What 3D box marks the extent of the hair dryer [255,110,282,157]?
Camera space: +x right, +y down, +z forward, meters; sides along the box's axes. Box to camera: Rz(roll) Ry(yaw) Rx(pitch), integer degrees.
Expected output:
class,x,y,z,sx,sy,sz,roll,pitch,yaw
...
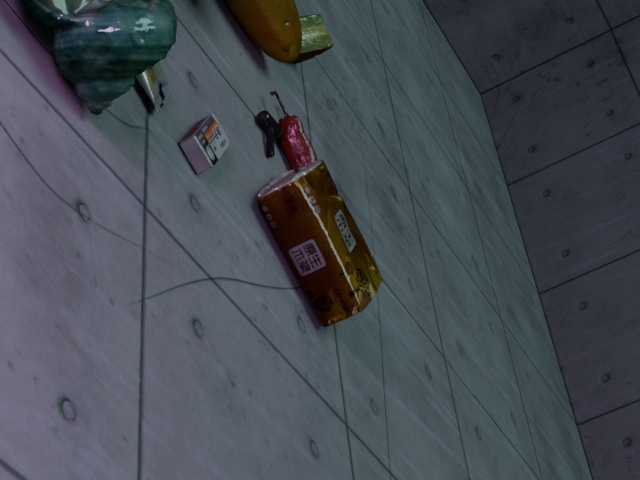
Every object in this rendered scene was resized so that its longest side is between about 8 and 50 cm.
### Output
class,x,y,z,sx,sy,sz,roll,pitch,yaw
hair dryer,-0.083,-0.164,2.084,0.047,0.026,0.083,46,32,-42

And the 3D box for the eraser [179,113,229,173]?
class,x,y,z,sx,sy,sz,roll,pitch,yaw
eraser,-0.158,-0.134,1.792,0.052,0.029,0.122,61,18,-14

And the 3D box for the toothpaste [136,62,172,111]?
class,x,y,z,sx,sy,sz,roll,pitch,yaw
toothpaste,-0.273,-0.314,1.670,0.056,0.058,0.314,6,-52,57

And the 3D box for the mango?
class,x,y,z,sx,sy,sz,roll,pitch,yaw
mango,-0.102,-0.406,2.228,0.227,0.109,0.147,62,-7,-8

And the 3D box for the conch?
class,x,y,z,sx,sy,sz,roll,pitch,yaw
conch,-0.260,-0.253,1.489,0.196,0.134,0.202,-6,73,-30

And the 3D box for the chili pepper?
class,x,y,z,sx,sy,sz,roll,pitch,yaw
chili pepper,-0.031,-0.128,2.150,0.050,0.059,0.268,-16,82,-35

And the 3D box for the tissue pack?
class,x,y,z,sx,sy,sz,roll,pitch,yaw
tissue pack,0.000,0.000,1.977,0.226,0.092,0.183,65,16,-8

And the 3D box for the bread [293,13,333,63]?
class,x,y,z,sx,sy,sz,roll,pitch,yaw
bread,-0.044,-0.377,2.401,0.074,0.084,0.139,67,17,6
